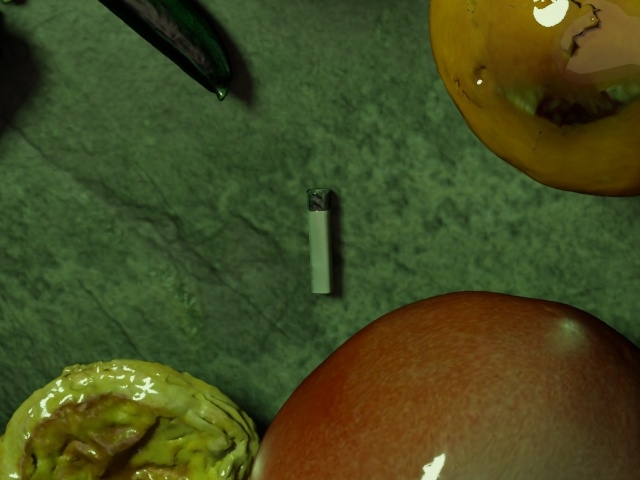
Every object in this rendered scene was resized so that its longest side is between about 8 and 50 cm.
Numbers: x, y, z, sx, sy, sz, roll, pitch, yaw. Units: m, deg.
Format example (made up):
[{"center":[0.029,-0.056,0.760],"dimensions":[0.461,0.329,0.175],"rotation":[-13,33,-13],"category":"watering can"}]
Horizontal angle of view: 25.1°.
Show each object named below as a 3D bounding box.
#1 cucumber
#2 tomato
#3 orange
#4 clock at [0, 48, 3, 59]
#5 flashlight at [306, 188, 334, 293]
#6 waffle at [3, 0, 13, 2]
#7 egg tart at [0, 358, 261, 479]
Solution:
[{"center":[-0.166,-0.214,1.077],"dimensions":[0.056,0.056,0.284],"rotation":[-40,103,18],"category":"cucumber"},{"center":[0.116,0.213,1.057],"dimensions":[0.342,0.273,0.341],"rotation":[2,107,8],"category":"tomato"},{"center":[0.195,-0.150,0.952],"dimensions":[0.246,0.246,0.246],"rotation":[3,108,8],"category":"orange"},{"center":[-0.419,-0.128,1.125],"dimensions":[0.273,0.049,0.279],"rotation":[31,117,-13],"category":"clock"},{"center":[0.000,0.000,1.142],"dimensions":[0.018,0.018,0.083],"rotation":[0,107,10],"category":"flashlight"},{"center":[-0.320,-0.243,1.106],"dimensions":[0.184,0.036,0.169],"rotation":[-6,108,11],"category":"waffle"},{"center":[-0.152,0.206,1.176],"dimensions":[0.241,0.106,0.241],"rotation":[0,100,-1],"category":"egg tart"}]
